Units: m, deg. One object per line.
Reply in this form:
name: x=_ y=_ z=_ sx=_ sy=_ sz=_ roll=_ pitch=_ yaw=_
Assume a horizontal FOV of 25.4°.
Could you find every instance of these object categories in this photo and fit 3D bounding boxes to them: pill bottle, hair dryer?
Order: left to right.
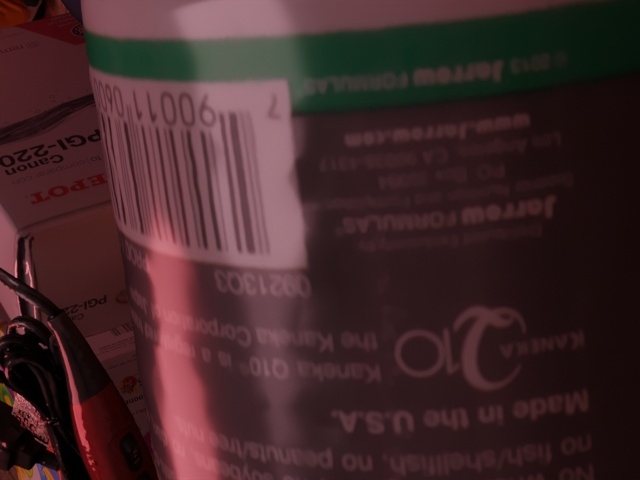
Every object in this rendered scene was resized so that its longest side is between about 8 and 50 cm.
hair dryer: x=-0.109 y=0.155 z=0.783 sx=0.293 sy=0.080 sz=0.223 roll=36 pitch=151 yaw=8
pill bottle: x=0.049 y=0.073 z=0.466 sx=0.204 sy=0.204 sz=0.361 roll=23 pitch=124 yaw=59

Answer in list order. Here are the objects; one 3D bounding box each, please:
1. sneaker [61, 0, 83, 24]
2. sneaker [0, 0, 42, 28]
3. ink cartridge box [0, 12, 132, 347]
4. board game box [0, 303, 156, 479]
sneaker: x=-0.024 y=-0.130 z=0.658 sx=0.131 sy=0.112 sz=0.319 roll=53 pitch=160 yaw=-23
sneaker: x=-0.309 y=-0.248 z=1.155 sx=0.262 sy=0.099 sz=0.121 roll=64 pitch=159 yaw=18
ink cartridge box: x=-0.150 y=-0.048 z=0.879 sx=0.218 sy=0.159 sz=0.092 roll=48 pitch=147 yaw=40
board game box: x=-0.134 y=0.165 z=1.017 sx=0.142 sy=0.144 sz=0.275 roll=35 pitch=137 yaw=53
